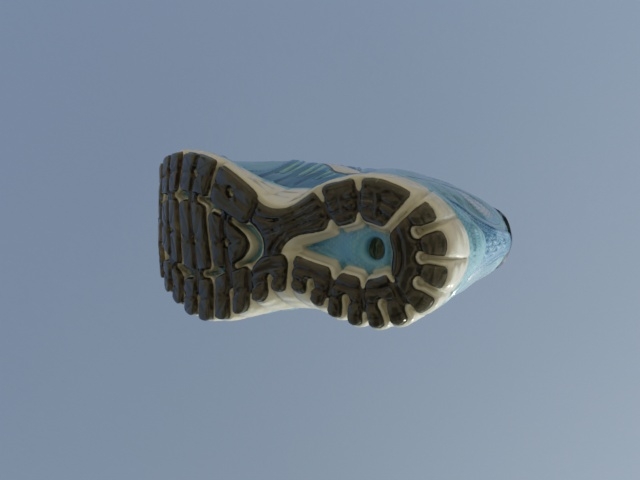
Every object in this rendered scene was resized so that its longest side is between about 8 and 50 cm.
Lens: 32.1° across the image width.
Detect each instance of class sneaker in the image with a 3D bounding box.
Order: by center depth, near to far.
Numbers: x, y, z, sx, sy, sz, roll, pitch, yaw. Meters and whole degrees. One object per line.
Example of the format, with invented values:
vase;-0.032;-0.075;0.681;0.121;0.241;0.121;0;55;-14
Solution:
sneaker;0.000;0.000;0.418;0.162;0.073;0.063;11;-78;42
